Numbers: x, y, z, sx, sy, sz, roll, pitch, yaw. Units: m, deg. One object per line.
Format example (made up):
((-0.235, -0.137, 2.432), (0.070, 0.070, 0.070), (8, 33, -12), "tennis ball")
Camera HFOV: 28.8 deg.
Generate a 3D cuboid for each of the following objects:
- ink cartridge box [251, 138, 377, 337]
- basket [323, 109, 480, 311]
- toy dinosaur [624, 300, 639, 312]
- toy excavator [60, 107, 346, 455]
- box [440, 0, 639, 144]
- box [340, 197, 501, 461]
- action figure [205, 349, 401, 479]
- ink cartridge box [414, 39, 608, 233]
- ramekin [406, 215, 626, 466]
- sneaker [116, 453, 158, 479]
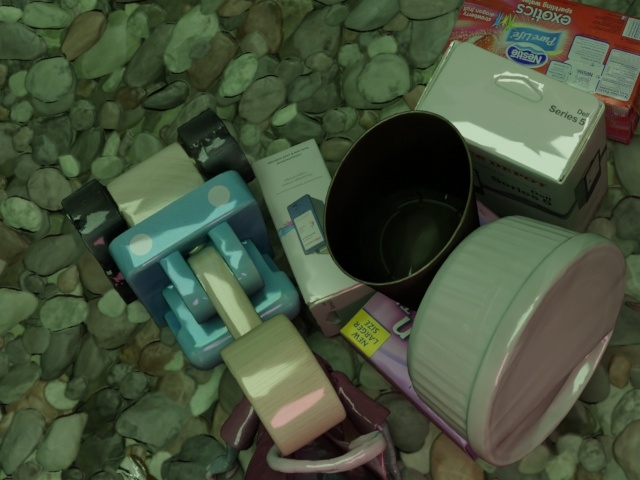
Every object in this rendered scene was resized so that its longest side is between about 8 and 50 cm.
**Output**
((0.000, 0.000, 1.613), (0.093, 0.154, 0.212), (-21, 67, 3), "ink cartridge box")
((0.111, -0.010, 1.423), (0.154, 0.227, 0.204), (17, 76, 21), "basket")
((0.468, 0.155, 1.421), (0.127, 0.200, 0.295), (-31, 67, 2), "toy dinosaur")
((-0.107, 0.068, 1.476), (0.222, 0.433, 0.445), (-33, 73, -8), "toy excavator")
((0.302, -0.235, 1.634), (0.257, 0.122, 0.128), (18, 77, 19), "box")
((0.189, 0.108, 1.551), (0.243, 0.117, 0.213), (-46, 68, -4), "box")
((-0.037, 0.232, 1.482), (0.248, 0.275, 0.370), (-10, 38, 1), "action figure")
((0.239, -0.107, 1.526), (0.198, 0.273, 0.114), (26, 80, 21), "ink cartridge box")
((0.207, 0.098, 1.354), (0.127, 0.273, 0.273), (29, 81, 32), "ramekin")
((-0.235, 0.321, 1.635), (0.037, 0.032, 0.083), (-47, 62, 10), "sneaker")
